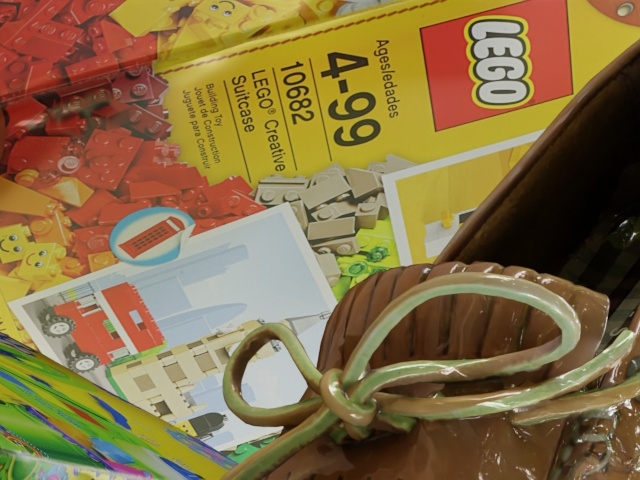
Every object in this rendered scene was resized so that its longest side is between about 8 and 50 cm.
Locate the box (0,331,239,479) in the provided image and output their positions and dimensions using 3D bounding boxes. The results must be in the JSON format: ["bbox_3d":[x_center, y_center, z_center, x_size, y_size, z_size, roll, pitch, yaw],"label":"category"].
[{"bbox_3d":[-0.201,0.099,0.744,0.177,0.290,0.279,-63,157,-1],"label":"box"}]

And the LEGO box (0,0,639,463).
[{"bbox_3d":[0.000,0.000,1.085,0.500,0.372,0.193,77,-2,-50],"label":"LEGO box"}]

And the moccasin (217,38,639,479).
[{"bbox_3d":[0.047,0.055,0.597,0.380,0.139,0.147,-41,117,-35],"label":"moccasin"}]
